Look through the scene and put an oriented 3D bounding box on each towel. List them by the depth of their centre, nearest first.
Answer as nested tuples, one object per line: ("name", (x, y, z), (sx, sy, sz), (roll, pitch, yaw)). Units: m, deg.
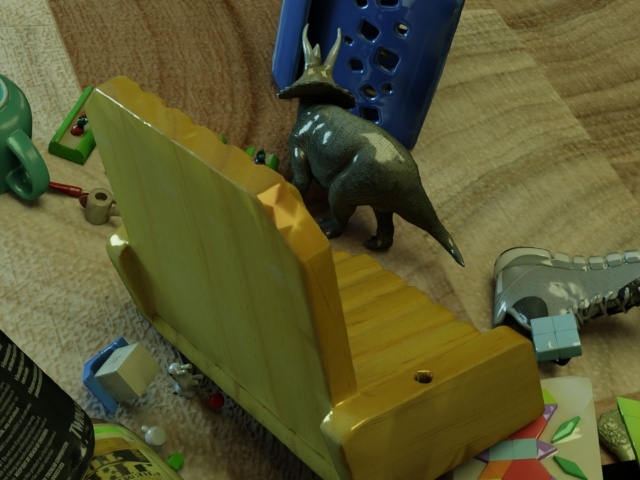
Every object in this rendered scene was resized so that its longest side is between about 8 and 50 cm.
("towel", (0.368, 0.213, 1.183), (0.148, 0.027, 0.110), (-13, 55, -31))

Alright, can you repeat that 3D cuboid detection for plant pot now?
("plant pot", (0.069, -0.293, 1.412), (0.212, 0.236, 0.236), (17, 45, 4))

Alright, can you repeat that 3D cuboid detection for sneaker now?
("sneaker", (0.298, 0.081, 1.225), (0.228, 0.086, 0.132), (1, 53, 19))

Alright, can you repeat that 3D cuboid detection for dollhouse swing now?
("dollhouse swing", (0.000, 0.000, 0.990), (0.315, 0.305, 0.347), (-21, 39, -34))

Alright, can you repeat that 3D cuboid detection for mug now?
("mug", (-0.356, -0.120, 1.180), (0.157, 0.097, 0.129), (9, 46, -11))

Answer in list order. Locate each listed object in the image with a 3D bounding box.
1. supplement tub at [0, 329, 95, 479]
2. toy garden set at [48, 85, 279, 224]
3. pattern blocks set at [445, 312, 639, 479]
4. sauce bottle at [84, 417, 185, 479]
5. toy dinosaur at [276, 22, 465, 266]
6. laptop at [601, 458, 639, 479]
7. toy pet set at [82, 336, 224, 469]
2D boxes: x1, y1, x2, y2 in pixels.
("supplement tub", (-0.327, 0.098, 0.784), (0.316, 0.193, 0.193), (50, 41, -21))
("toy garden set", (-0.182, -0.076, 1.237), (0.244, 0.049, 0.204), (20, 45, -1))
("pattern blocks set", (0.183, 0.201, 1.036), (0.285, 0.026, 0.325), (-16, 42, 0))
("sauce bottle", (-0.124, 0.220, 0.805), (0.111, 0.111, 0.344), (-9, 11, -27))
("toy dinosaur", (0.036, -0.081, 1.243), (0.121, 0.160, 0.313), (-22, 58, -34))
("laptop", (0.317, 0.414, 0.984), (0.408, 0.236, 0.382), (-12, 47, 8))
("toy pet set", (-0.169, 0.156, 1.035), (0.114, 0.065, 0.122), (53, 46, -18))
